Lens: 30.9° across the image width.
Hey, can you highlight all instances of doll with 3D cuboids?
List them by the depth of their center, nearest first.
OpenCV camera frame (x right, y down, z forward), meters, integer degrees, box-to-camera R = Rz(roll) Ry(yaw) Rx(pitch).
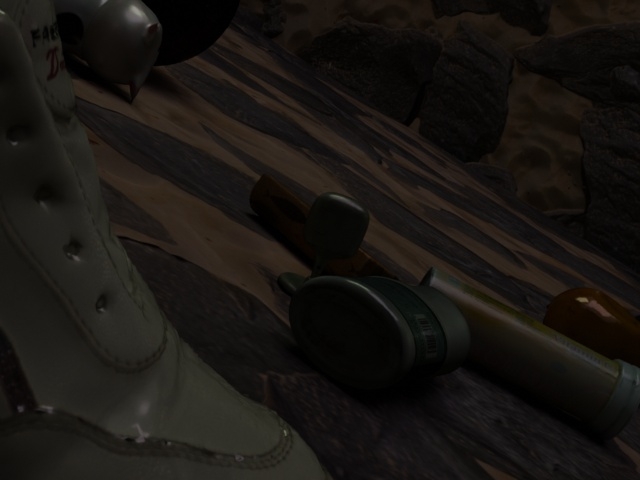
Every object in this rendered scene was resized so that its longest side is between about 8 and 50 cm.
[{"bbox_3d":[-0.265,-0.254,1.366,0.180,0.110,0.107,29,31,9],"label":"doll"}]

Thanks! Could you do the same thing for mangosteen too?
[{"bbox_3d":[-0.249,-0.368,1.544,0.300,0.300,0.300,29,11,-6],"label":"mangosteen"}]

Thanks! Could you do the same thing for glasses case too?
[{"bbox_3d":[0.000,0.000,1.103,0.170,0.041,0.064,39,3,40],"label":"glasses case"}]

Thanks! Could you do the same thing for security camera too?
[{"bbox_3d":[0.007,0.006,0.960,0.058,0.092,0.058,28,10,-5],"label":"security camera"}]

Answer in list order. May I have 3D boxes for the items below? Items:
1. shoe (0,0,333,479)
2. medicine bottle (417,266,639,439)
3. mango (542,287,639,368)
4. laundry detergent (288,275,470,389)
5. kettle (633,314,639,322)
[{"bbox_3d":[-0.119,-0.003,0.374,0.342,0.210,0.132,26,11,-20],"label":"shoe"},{"bbox_3d":[0.184,0.101,1.059,0.218,0.074,0.074,28,11,-3],"label":"medicine bottle"},{"bbox_3d":[0.321,0.111,1.307,0.165,0.089,0.115,25,13,-37],"label":"mango"},{"bbox_3d":[0.063,0.066,0.895,0.099,0.070,0.225,28,10,22],"label":"laundry detergent"},{"bbox_3d":[0.604,0.182,1.583,0.308,0.262,0.203,37,-22,46],"label":"kettle"}]
